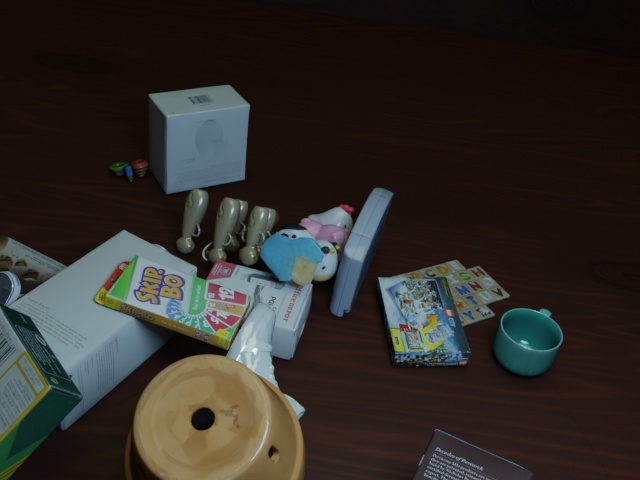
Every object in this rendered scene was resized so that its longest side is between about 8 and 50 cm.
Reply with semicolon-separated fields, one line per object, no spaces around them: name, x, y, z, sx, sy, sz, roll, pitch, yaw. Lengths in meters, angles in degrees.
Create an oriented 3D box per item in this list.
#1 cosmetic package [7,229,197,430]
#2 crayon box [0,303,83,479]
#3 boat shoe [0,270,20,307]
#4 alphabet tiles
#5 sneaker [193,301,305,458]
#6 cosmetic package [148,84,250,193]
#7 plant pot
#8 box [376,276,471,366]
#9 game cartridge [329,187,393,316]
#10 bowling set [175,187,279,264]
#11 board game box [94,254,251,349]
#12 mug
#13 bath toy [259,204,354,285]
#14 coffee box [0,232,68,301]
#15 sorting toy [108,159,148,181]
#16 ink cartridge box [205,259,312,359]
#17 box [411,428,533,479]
cosmetic package;-0.421;0.152;1.419;0.197;0.155;0.365;26;39;20
crayon box;-0.545;0.285;1.167;0.323;0.083;0.203;-46;57;-1
boat shoe;-0.621;0.147;1.329;0.080;0.228;0.076;47;12;14
alphabet tiles;0.314;0.121;1.749;0.237;0.009;0.198;-13;42;-27
sneaker;-0.099;0.262;1.364;0.169;0.108;0.293;18;59;8
cosmetic package;-0.315;-0.262;1.941;0.224;0.225;0.138;-13;39;-28
plant pot;-0.169;0.305;1.154;0.290;0.203;0.291;0;57;1
box;0.216;0.171;1.619;0.159;0.044;0.233;1;39;-7
game cartridge;0.095;0.011;1.690;0.060;0.196;0.294;22;37;5
bowling set;-0.171;-0.009;1.708;0.199;0.154;0.287;13;4;-45
board game box;-0.268;0.107;1.378;0.259;0.039;0.124;17;38;5
mug;0.438;0.217;1.573;0.157;0.097;0.129;-7;39;-22
bath toy;0.000;0.000;1.665;0.151;0.129;0.348;49;22;1
coffee box;-0.652;0.085;1.487;0.297;0.119;0.168;24;38;19
sorting toy;-0.495;-0.179;1.952;0.101;0.042;0.061;-9;23;-5
ink cartridge box;-0.139;0.141;1.552;0.217;0.092;0.159;15;37;4
box;0.204;0.443;1.157;0.167;0.169;0.203;21;37;16
